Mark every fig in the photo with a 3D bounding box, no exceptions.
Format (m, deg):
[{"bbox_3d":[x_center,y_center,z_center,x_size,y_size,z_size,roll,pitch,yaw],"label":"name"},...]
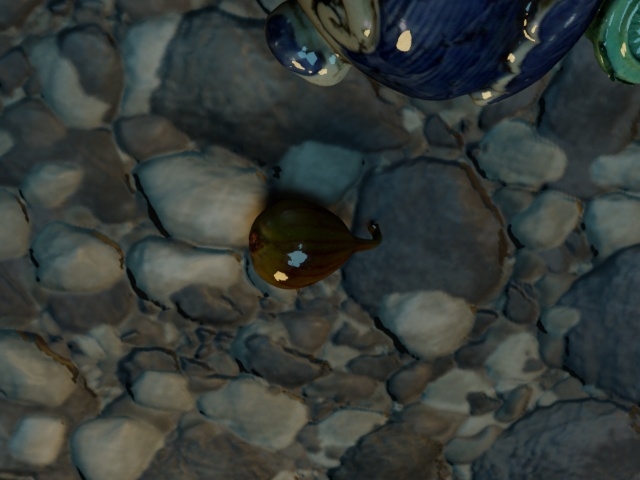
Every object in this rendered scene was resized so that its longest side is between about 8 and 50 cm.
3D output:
[{"bbox_3d":[0.000,0.000,1.040,0.083,0.050,0.050,-5,127,-30],"label":"fig"}]

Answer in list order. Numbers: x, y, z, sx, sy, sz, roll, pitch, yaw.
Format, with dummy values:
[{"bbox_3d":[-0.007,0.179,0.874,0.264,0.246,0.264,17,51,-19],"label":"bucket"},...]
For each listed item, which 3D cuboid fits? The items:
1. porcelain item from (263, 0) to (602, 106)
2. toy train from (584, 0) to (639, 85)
[{"bbox_3d":[0.018,-0.196,0.772,0.138,0.288,0.186,-30,169,-31],"label":"porcelain item"},{"bbox_3d":[0.161,-0.208,0.904,0.177,0.116,0.285,-33,127,-5],"label":"toy train"}]
